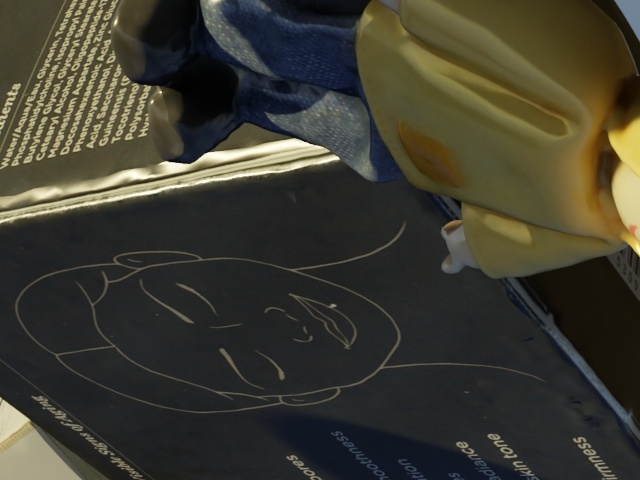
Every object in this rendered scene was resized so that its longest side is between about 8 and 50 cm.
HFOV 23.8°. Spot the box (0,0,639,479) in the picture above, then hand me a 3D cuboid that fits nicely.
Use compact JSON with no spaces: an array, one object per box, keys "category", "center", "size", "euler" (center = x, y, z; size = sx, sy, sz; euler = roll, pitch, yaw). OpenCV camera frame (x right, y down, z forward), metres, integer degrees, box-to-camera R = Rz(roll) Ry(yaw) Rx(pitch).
[{"category":"box","center":[0.000,0.000,1.105],"size":[0.480,0.472,0.297],"euler":[47,-135,-40]}]

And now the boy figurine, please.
[{"category":"boy figurine","center":[0.062,-0.039,0.587],"size":[0.285,0.177,0.092],"euler":[23,-122,28]}]

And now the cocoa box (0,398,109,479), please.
[{"category":"cocoa box","center":[-0.228,0.300,1.439],"size":[0.347,0.228,0.231],"euler":[51,-168,-16]}]
